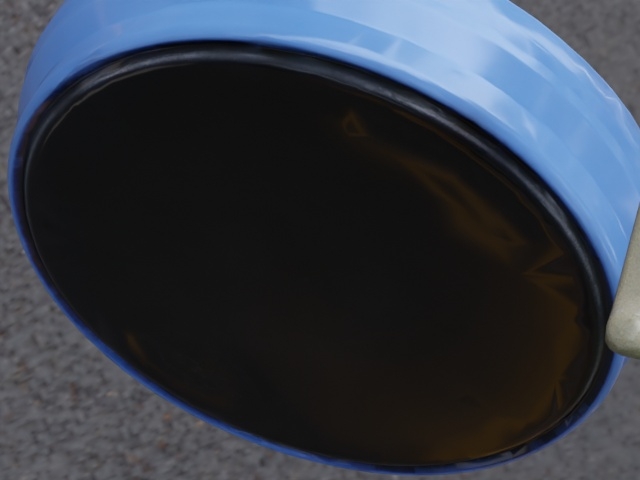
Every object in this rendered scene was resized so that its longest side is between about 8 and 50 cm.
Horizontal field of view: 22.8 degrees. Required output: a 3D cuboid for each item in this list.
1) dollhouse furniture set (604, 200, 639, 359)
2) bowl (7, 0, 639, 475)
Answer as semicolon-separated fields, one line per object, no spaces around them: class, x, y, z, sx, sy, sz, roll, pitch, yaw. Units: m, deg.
dollhouse furniture set;0.213;0.071;0.622;0.151;0.197;0.301;32;72;-60
bowl;0.000;0.000;0.917;0.391;0.391;0.077;41;47;-21
